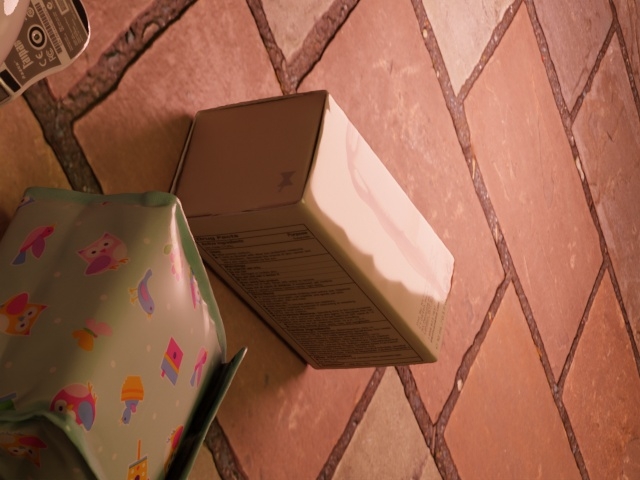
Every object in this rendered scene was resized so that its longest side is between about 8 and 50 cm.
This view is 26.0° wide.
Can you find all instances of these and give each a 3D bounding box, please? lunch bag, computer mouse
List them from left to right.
[{"bbox_3d":[-0.244,-0.133,1.033,0.193,0.042,0.106,-45,121,-45],"label":"computer mouse"},{"bbox_3d":[-0.161,0.125,1.035,0.262,0.160,0.223,73,28,-42],"label":"lunch bag"}]

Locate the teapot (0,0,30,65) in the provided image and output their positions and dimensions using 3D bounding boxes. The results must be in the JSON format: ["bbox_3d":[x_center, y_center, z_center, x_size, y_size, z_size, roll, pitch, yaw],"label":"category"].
[{"bbox_3d":[-0.295,-0.134,0.805,0.256,0.187,0.252,8,37,-27],"label":"teapot"}]

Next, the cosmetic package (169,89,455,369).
[{"bbox_3d":[0.000,0.000,1.327,0.296,0.153,0.129,50,44,-47],"label":"cosmetic package"}]
